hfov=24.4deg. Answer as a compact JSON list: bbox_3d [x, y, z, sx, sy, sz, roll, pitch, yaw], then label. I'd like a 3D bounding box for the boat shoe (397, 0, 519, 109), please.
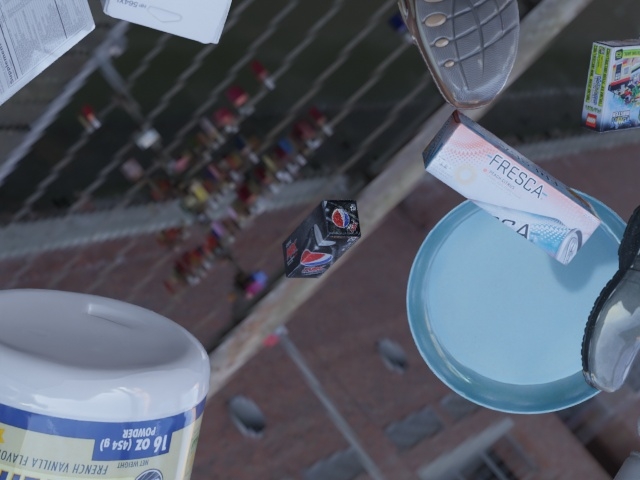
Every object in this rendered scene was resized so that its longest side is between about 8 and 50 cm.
[{"bbox_3d":[0.149,-0.279,1.719,0.123,0.324,0.116,-2,149,-10],"label":"boat shoe"}]

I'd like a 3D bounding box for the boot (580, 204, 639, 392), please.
[{"bbox_3d":[0.404,0.086,1.705,0.083,0.161,0.246,2,110,-46],"label":"boot"}]

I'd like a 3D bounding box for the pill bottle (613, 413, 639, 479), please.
[{"bbox_3d":[0.584,0.233,2.068,0.392,0.224,0.224,-57,167,-6],"label":"pill bottle"}]

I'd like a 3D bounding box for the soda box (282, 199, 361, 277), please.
[{"bbox_3d":[0.000,0.000,2.118,0.053,0.060,0.169,1,157,-22],"label":"soda box"}]

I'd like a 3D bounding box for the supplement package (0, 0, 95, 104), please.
[{"bbox_3d":[-0.409,-0.251,1.536,0.262,0.199,0.198,-51,138,-43],"label":"supplement package"}]

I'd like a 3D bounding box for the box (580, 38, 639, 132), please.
[{"bbox_3d":[0.429,-0.207,1.942,0.207,0.036,0.114,-10,114,-38],"label":"box"}]

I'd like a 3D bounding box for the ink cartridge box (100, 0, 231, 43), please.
[{"bbox_3d":[-0.199,-0.335,1.845,0.148,0.203,0.086,13,115,-21],"label":"ink cartridge box"}]

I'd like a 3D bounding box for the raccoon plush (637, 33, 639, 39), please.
[{"bbox_3d":[0.661,-0.254,2.342,0.299,0.216,0.446,-23,-148,27],"label":"raccoon plush"}]

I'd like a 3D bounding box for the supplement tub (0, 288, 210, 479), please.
[{"bbox_3d":[-0.229,0.220,1.247,0.228,0.228,0.316,-15,120,-60],"label":"supplement tub"}]

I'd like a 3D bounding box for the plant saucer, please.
[{"bbox_3d":[0.271,0.073,1.933,0.317,0.317,0.044,-44,-170,14],"label":"plant saucer"}]

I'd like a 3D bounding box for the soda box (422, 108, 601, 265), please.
[{"bbox_3d":[0.193,-0.054,1.506,0.063,0.183,0.058,-54,-169,16],"label":"soda box"}]
